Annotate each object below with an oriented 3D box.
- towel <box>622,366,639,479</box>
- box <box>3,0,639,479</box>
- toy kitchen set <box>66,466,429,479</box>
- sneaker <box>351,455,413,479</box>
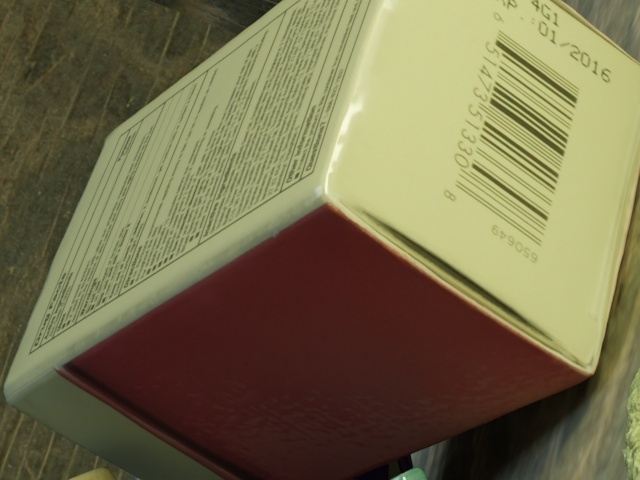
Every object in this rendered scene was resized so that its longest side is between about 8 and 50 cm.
[{"bbox_3d":[0.108,0.040,0.469,0.148,0.027,0.110,-82,14,-63],"label":"towel"},{"bbox_3d":[0.000,0.000,0.744,0.232,0.127,0.148,-31,33,48],"label":"box"},{"bbox_3d":[-0.067,0.134,0.655,0.207,0.122,0.166,-32,-9,34],"label":"toy kitchen set"},{"bbox_3d":[0.023,0.144,0.770,0.071,0.068,0.170,-40,34,45],"label":"sneaker"}]
